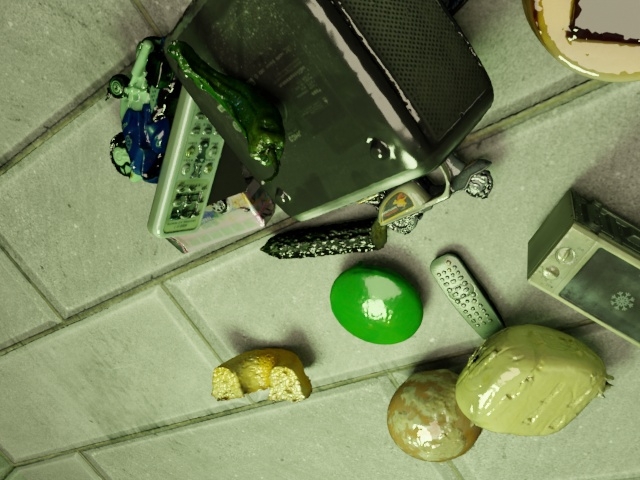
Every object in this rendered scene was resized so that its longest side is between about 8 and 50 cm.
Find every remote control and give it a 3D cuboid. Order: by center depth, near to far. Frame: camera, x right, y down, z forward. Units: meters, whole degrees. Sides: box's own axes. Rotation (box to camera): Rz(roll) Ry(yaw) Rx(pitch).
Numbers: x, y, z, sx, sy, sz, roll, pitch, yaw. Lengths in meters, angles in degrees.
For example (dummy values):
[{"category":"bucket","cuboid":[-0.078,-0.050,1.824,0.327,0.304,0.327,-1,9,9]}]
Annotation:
[{"category":"remote control","cuboid":[-0.254,-0.166,1.226,0.066,0.128,0.335,28,110,24]},{"category":"remote control","cuboid":[0.307,0.118,1.295,0.072,0.042,0.222,-30,104,33]}]

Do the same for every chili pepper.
[{"category":"chili pepper","cuboid":[-0.109,-0.183,0.892,0.279,0.122,0.065,49,119,24]}]

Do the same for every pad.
[{"category":"pad","cuboid":[-0.242,-0.206,1.292,0.160,0.009,0.264,-16,89,32]}]

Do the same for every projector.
[{"category":"projector","cuboid":[-0.008,-0.269,0.996,0.405,0.242,0.395,52,149,-13]}]

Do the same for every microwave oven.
[{"category":"microwave oven","cuboid":[0.496,0.043,1.074,0.241,0.194,0.145,31,123,3]}]

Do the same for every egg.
[{"category":"egg","cuboid":[0.249,0.390,1.396,0.203,0.203,0.245,42,134,-6]}]

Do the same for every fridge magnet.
[{"category":"fridge magnet","cuboid":[0.121,0.137,1.360,0.208,0.088,0.207,12,125,17]}]

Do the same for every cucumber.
[{"category":"cucumber","cuboid":[0.001,-0.001,1.338,0.300,0.072,0.072,-6,117,30]}]

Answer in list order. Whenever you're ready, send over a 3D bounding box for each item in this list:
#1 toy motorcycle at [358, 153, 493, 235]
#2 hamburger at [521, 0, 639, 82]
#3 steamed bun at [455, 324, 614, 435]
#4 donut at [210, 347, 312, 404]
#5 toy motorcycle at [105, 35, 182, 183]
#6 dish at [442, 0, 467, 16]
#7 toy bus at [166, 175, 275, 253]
[{"category":"toy motorcycle","cuboid":[0.189,-0.111,1.172,0.263,0.091,0.157,-26,103,36]},{"category":"hamburger","cuboid":[0.425,-0.356,0.862,0.302,0.170,0.301,12,122,21]},{"category":"steamed bun","cuboid":[0.417,0.266,1.261,0.273,0.166,0.231,9,122,-17]},{"category":"donut","cuboid":[-0.135,0.330,1.569,0.259,0.152,0.101,-7,102,22]},{"category":"toy motorcycle","cuboid":[-0.333,-0.243,1.267,0.196,0.125,0.331,40,123,19]},{"category":"dish","cuboid":[0.162,-0.430,0.982,0.182,0.080,0.243,45,130,-5]},{"category":"toy bus","cuboid":[-0.237,-0.054,1.397,0.274,0.090,0.112,-16,117,32]}]
